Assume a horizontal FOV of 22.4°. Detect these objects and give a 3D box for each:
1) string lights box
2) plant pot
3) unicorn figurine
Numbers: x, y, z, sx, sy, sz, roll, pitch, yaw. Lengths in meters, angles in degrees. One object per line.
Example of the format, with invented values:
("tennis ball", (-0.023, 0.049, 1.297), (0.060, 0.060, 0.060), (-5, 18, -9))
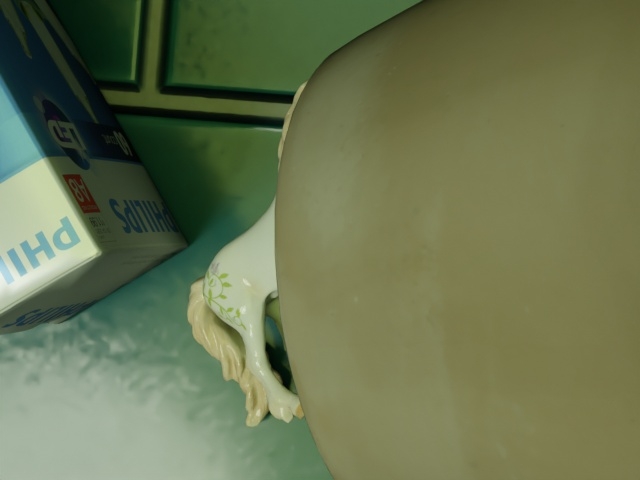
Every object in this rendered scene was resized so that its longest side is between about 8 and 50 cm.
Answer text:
("string lights box", (-0.164, -0.089, 0.666), (0.077, 0.133, 0.259), (-31, 86, 9))
("plant pot", (0.150, 0.004, 0.549), (0.280, 0.323, 0.323), (-9, 89, 27))
("unicorn figurine", (0.000, 0.000, 0.674), (0.162, 0.060, 0.111), (-39, 74, 14))
